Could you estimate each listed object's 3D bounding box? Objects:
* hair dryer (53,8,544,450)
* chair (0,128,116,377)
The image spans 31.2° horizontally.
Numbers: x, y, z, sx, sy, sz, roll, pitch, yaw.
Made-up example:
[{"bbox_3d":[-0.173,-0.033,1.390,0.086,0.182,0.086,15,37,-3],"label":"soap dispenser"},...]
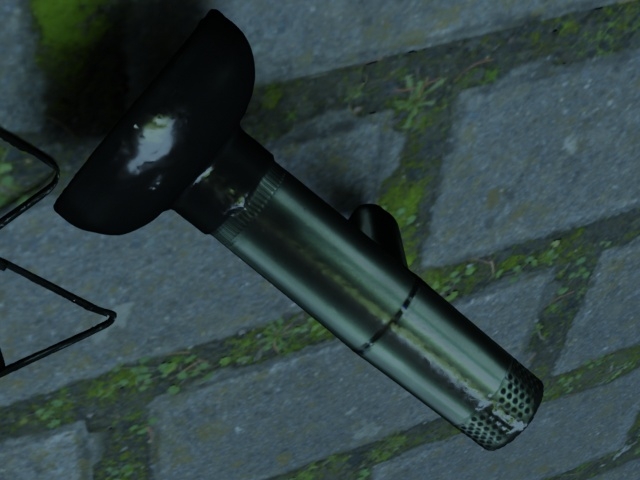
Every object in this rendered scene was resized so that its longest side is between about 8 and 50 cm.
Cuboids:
[{"bbox_3d":[-0.022,0.002,0.795,0.320,0.284,0.156,40,85,-18],"label":"hair dryer"},{"bbox_3d":[-0.264,0.040,0.702,0.221,0.140,0.145,-38,143,12],"label":"chair"}]
